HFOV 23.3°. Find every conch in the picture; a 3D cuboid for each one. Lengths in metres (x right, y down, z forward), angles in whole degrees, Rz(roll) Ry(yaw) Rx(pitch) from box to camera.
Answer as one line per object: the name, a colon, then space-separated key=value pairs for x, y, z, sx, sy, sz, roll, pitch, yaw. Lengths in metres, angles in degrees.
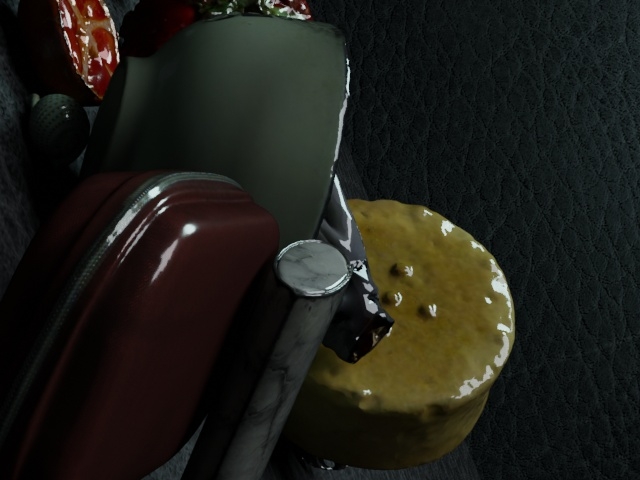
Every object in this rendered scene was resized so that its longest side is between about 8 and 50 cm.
conch: x=-0.248 y=-0.109 z=1.490 sx=0.076 sy=0.057 sz=0.085 roll=75 pitch=1 yaw=-48

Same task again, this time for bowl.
bowl: x=-0.123 y=-0.066 z=1.478 sx=0.185 sy=0.354 sz=0.354 roll=17 pitch=30 yaw=-16

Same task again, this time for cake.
cake: x=0.053 y=0.153 z=1.924 sx=0.321 sy=0.332 sz=0.332 roll=106 pitch=-28 yaw=-54

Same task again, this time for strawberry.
strawberry: x=-0.126 y=-0.205 z=1.912 sx=0.274 sy=0.274 sz=0.220 roll=69 pitch=-23 yaw=16

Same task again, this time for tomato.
tomato: x=-0.261 y=-0.202 z=1.576 sx=0.155 sy=0.069 sz=0.155 roll=-15 pitch=90 yaw=-75

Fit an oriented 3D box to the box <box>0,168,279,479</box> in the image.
box: x=-0.141 y=0.070 z=1.147 sx=0.108 sy=0.263 sz=0.404 roll=26 pitch=5 yaw=8

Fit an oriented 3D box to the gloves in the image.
gloves: x=-0.004 y=0.003 z=1.748 sx=0.119 sy=0.142 sz=0.285 roll=9 pitch=44 yaw=-44

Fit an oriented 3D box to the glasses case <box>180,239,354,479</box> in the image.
glasses case: x=-0.060 y=0.145 z=1.290 sx=0.060 sy=0.299 sz=0.114 roll=28 pitch=25 yaw=11
